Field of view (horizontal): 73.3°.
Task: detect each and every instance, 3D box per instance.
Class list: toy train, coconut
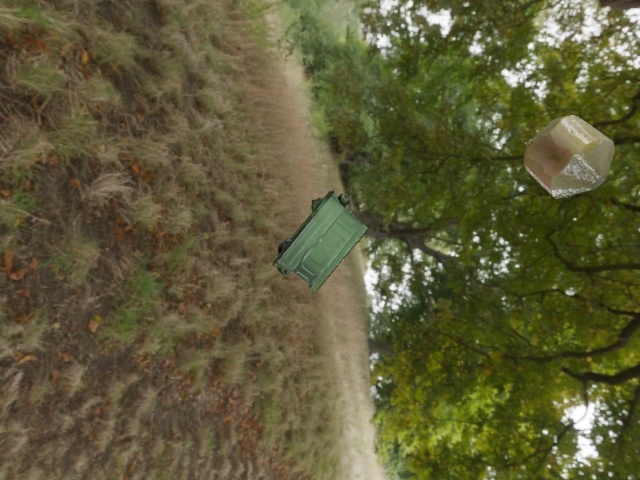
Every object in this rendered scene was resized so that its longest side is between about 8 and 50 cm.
[{"bbox_3d":[0.000,0.000,0.395,0.093,0.056,0.038,-51,-173,4],"label":"toy train"},{"bbox_3d":[0.503,-0.160,0.865,0.147,0.147,0.153,92,-19,-48],"label":"coconut"}]
